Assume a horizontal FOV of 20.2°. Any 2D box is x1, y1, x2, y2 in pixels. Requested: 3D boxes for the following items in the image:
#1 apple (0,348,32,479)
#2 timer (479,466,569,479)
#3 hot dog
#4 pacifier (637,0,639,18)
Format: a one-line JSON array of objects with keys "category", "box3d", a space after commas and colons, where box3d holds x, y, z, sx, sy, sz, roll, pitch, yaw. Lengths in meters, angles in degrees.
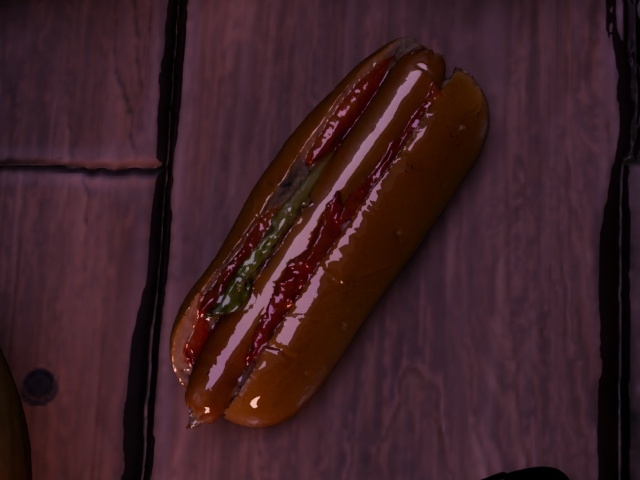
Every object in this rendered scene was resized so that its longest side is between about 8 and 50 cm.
[{"category": "apple", "box3d": [-0.262, 0.097, 0.854, 0.246, 0.246, 0.226, -14, 67, 7]}, {"category": "timer", "box3d": [0.064, 0.178, 0.810, 0.144, 0.187, 0.055, -22, 110, 5]}, {"category": "hot dog", "box3d": [0.000, 0.000, 0.924, 0.092, 0.062, 0.236, 31, 83, 15]}, {"category": "pacifier", "box3d": [0.308, -0.127, 0.834, 0.299, 0.244, 0.233, -28, 103, -1]}]
